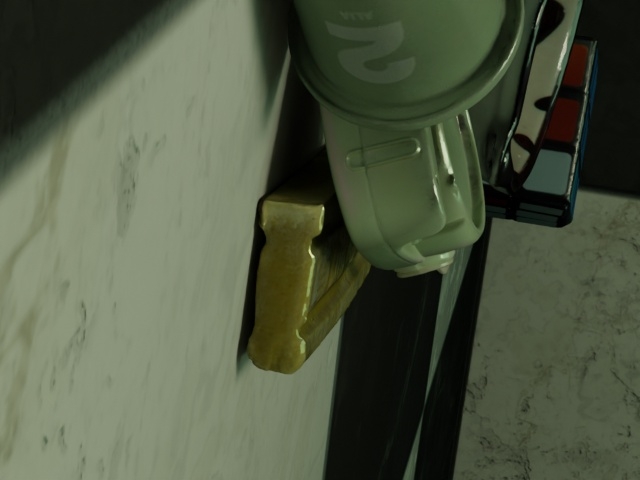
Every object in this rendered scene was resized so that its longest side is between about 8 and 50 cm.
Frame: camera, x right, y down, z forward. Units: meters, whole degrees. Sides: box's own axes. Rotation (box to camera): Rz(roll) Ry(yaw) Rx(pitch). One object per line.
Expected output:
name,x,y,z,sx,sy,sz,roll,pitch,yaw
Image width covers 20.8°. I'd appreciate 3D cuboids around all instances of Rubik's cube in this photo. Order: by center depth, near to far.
Rubik's cube,0.171,-0.108,1.636,0.162,0.163,0.160,54,46,-81

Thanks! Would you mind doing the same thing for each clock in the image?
clock,0.049,-0.056,0.983,0.191,0.062,0.151,38,40,-70

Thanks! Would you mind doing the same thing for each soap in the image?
soap,0.001,0.000,1.012,0.252,0.037,0.092,-51,148,-75

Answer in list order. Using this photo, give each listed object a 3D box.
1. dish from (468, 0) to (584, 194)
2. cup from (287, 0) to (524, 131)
dish,0.136,-0.180,1.396,0.303,0.120,0.303,16,90,-77
cup,0.033,-0.129,0.826,0.141,0.120,0.120,65,35,-62
